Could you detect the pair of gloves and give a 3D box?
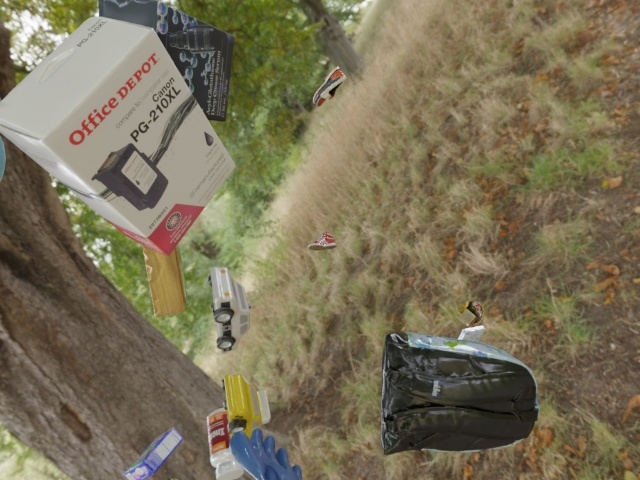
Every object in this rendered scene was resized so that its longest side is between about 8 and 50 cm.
[{"bbox_3d":[-0.005,0.247,0.387,0.023,0.198,0.159,-49,9,-8],"label":"pair of gloves"}]

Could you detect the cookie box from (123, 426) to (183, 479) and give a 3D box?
[{"bbox_3d":[-0.382,0.494,1.000,0.092,0.040,0.107,-39,2,28],"label":"cookie box"}]

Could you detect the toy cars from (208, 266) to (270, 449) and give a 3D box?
[{"bbox_3d":[-0.157,0.237,0.859,0.087,0.393,0.176,-7,7,-16],"label":"toy cars"}]

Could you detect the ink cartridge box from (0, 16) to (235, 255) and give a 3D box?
[{"bbox_3d":[-0.231,-0.117,0.543,0.100,0.237,0.172,22,68,25],"label":"ink cartridge box"}]

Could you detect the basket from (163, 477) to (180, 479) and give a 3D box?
[{"bbox_3d":[-0.418,0.865,1.365,0.227,0.204,0.154,-22,-13,41],"label":"basket"}]

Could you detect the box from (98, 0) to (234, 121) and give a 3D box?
[{"bbox_3d":[-0.472,-0.548,1.373,0.212,0.293,0.395,14,16,17],"label":"box"}]

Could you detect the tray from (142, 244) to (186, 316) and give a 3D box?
[{"bbox_3d":[-0.389,-0.048,1.043,0.076,0.411,0.203,-8,11,-16],"label":"tray"}]

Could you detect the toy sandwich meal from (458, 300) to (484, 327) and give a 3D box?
[{"bbox_3d":[0.478,0.232,1.387,0.085,0.029,0.085,-10,75,43],"label":"toy sandwich meal"}]

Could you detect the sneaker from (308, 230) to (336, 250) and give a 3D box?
[{"bbox_3d":[0.000,0.000,1.645,0.118,0.067,0.042,-2,-27,-32],"label":"sneaker"}]

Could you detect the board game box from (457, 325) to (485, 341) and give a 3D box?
[{"bbox_3d":[0.555,0.357,1.613,0.090,0.090,0.020,-5,41,-19],"label":"board game box"}]

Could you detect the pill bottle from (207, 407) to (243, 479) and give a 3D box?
[{"bbox_3d":[-0.232,0.502,1.075,0.086,0.086,0.152,-35,46,15],"label":"pill bottle"}]

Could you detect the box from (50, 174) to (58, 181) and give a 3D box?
[{"bbox_3d":[-0.364,-0.136,0.803,0.114,0.036,0.207,-18,-6,26],"label":"box"}]

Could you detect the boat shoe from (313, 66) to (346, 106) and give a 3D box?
[{"bbox_3d":[0.025,-0.426,1.235,0.049,0.043,0.137,-36,-6,-44],"label":"boat shoe"}]

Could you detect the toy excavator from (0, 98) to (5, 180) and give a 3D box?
[{"bbox_3d":[-0.709,-0.080,0.784,0.445,0.222,0.433,99,-173,-62],"label":"toy excavator"}]

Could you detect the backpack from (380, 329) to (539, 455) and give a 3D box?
[{"bbox_3d":[0.330,0.358,1.045,0.355,0.290,0.273,0,-2,12],"label":"backpack"}]
